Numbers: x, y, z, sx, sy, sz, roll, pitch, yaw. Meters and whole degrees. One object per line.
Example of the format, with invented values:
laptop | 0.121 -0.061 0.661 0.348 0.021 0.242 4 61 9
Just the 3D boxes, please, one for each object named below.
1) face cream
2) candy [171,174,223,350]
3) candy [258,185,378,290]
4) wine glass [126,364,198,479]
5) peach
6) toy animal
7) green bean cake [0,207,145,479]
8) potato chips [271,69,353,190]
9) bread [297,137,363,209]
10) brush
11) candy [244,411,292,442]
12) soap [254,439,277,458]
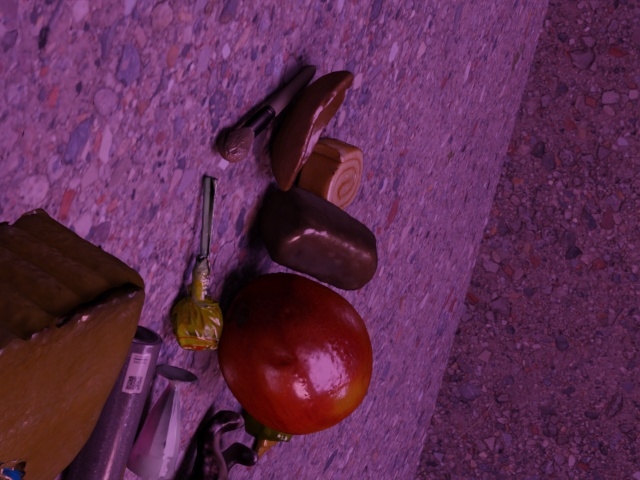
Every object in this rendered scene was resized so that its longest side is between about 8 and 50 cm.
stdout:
face cream | -0.276 0.247 1.628 0.073 0.073 0.284 -16 126 -69
candy | -0.165 0.034 1.754 0.077 0.073 0.262 -75 172 -69
candy | 0.000 0.000 1.999 0.102 0.104 0.234 -42 141 22
wine glass | -0.229 0.262 1.804 0.073 0.073 0.155 -10 116 -70
peach | -0.045 0.169 1.970 0.281 0.238 0.281 56 20 -32
toy animal | -0.100 0.495 2.056 0.303 0.344 0.194 -60 173 -28
green bean cake | -0.337 0.124 1.144 0.285 0.202 0.310 -62 165 21
potato chips | -0.021 -0.175 1.883 0.195 0.062 0.208 -57 176 -40
bread | 0.014 -0.110 2.092 0.149 0.073 0.122 -29 132 -62
brush | -0.071 -0.193 1.803 0.299 0.042 0.039 -54 171 -48
candy | -0.067 0.261 2.248 0.097 0.096 0.210 47 60 -71
soap | -0.090 0.355 2.379 0.089 0.033 0.168 -13 124 -66
